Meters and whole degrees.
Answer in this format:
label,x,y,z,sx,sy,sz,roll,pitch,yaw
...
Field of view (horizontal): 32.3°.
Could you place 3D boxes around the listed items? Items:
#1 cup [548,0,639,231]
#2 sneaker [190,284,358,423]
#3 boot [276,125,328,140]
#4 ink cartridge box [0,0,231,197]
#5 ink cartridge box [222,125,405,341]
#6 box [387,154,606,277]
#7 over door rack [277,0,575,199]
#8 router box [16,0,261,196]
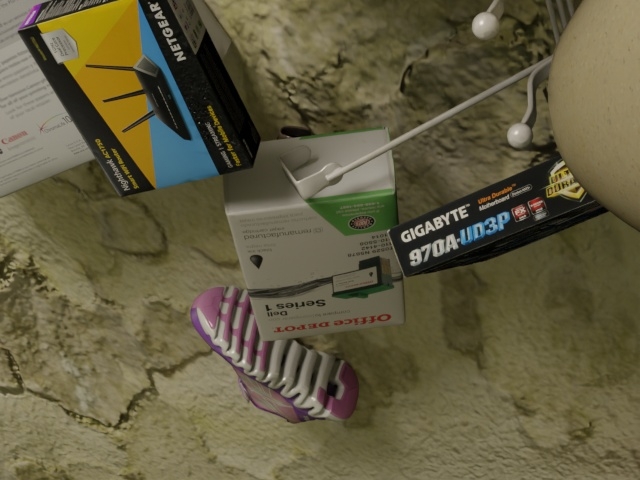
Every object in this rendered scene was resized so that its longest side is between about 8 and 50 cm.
label,x,y,z,sx,sy,sz,roll,pitch,yaw
cup,0.306,-0.111,0.786,0.331,0.331,0.237,43,155,-24
sneaker,-0.069,0.147,1.305,0.236,0.095,0.104,39,137,-23
boot,-0.034,-0.076,1.118,0.118,0.042,0.087,1,130,8
ink cartridge box,-0.289,-0.198,1.004,0.309,0.130,0.272,-17,126,27
ink cartridge box,0.000,0.000,1.098,0.160,0.092,0.219,-7,141,3
box,0.197,-0.031,1.013,0.220,0.175,0.051,-25,81,33
over door rack,0.080,-0.174,0.889,0.324,0.108,0.239,-21,126,6
router box,-0.145,-0.126,0.914,0.133,0.046,0.179,-11,129,20
